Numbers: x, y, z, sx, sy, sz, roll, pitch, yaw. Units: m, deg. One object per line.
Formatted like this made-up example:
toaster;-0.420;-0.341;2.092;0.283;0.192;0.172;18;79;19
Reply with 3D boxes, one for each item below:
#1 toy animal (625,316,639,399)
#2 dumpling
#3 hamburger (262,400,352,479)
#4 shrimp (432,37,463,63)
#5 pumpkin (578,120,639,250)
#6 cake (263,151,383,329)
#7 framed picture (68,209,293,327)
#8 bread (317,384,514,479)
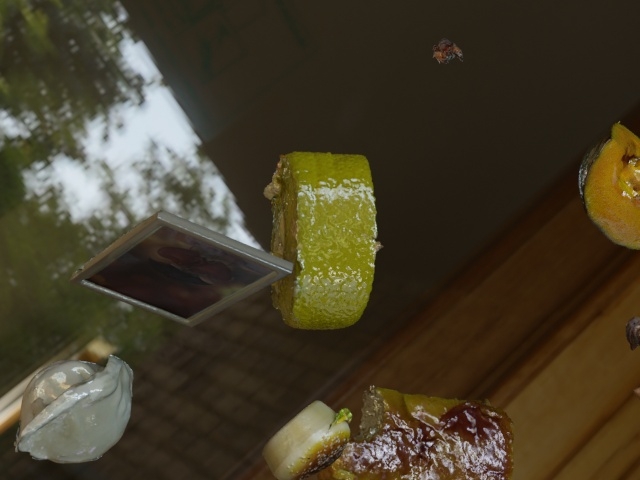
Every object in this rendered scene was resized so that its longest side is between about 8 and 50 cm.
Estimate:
toy animal;0.549;0.215;1.866;0.179;0.188;0.089;25;7;34
dumpling;-0.284;0.193;1.392;0.118;0.136;0.199;38;15;8
hamburger;-0.013;0.286;1.651;0.081;0.141;0.126;46;-49;13
shrimp;0.187;-0.281;1.750;0.092;0.038;0.029;-118;-170;-70
pumpkin;0.508;-0.098;1.978;0.312;0.148;0.169;33;22;-34
cake;0.000;0.000;1.710;0.179;0.156;0.260;151;-62;-80
framed picture;-0.204;0.046;1.656;0.211;0.020;0.289;24;-31;-27
bread;0.170;0.350;2.023;0.380;0.185;0.109;11;-12;-28
